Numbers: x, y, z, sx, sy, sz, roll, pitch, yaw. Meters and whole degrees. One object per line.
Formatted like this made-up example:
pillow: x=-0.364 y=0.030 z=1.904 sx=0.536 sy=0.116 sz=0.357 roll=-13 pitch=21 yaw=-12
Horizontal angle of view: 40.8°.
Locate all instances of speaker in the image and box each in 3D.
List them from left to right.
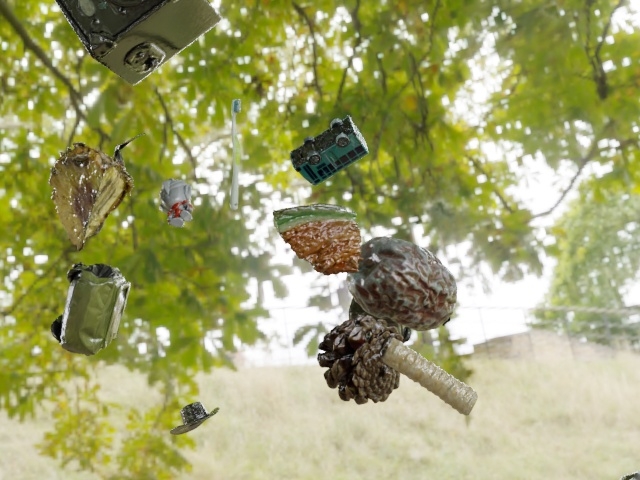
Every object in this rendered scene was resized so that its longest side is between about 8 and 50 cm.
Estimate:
speaker: x=-0.341 y=-0.445 z=1.610 sx=0.232 sy=0.184 sz=0.254 roll=-36 pitch=-6 yaw=3

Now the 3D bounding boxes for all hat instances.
hat: x=-0.282 y=0.387 z=1.899 sx=0.121 sy=0.050 sz=0.121 roll=-26 pitch=-12 yaw=-6

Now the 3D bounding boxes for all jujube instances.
jujube: x=0.213 y=0.113 z=2.172 sx=0.226 sy=0.226 sz=0.317 roll=-24 pitch=-38 yaw=34

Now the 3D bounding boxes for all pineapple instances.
pineapple: x=-0.527 y=-0.147 z=1.985 sx=0.158 sy=0.161 sz=0.335 roll=-37 pitch=-16 yaw=-35

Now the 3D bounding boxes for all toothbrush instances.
toothbrush: x=-0.199 y=-0.199 z=1.989 sx=0.026 sy=0.263 sz=0.022 roll=-2 pitch=-7 yaw=38

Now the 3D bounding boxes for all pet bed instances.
pet bed: x=0.183 y=0.207 z=2.500 sx=0.183 sy=0.211 sz=0.159 roll=0 pitch=-50 yaw=19

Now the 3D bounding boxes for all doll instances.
doll: x=-0.331 y=-0.087 z=1.978 sx=0.094 sy=0.180 sz=0.079 roll=-37 pitch=-52 yaw=8

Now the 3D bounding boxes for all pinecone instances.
pinecone: x=0.083 y=0.258 z=1.883 sx=0.207 sy=0.208 sz=0.208 roll=-8 pitch=-21 yaw=-3

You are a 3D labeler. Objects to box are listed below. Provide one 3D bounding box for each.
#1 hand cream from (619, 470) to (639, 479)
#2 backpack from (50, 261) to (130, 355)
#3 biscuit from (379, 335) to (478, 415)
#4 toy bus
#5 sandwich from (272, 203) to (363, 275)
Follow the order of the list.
hand cream: x=0.487 y=0.551 z=1.402 sx=0.185 sy=0.359 sz=0.118 roll=5 pitch=19 yaw=-38
backpack: x=-0.517 y=0.149 z=1.960 sx=0.139 sy=0.207 sz=0.253 roll=16 pitch=2 yaw=-5
biscuit: x=0.214 y=0.272 z=1.732 sx=0.219 sy=0.061 sz=0.055 roll=31 pitch=-25 yaw=3
toy bus: x=0.020 y=-0.195 z=1.916 sx=0.160 sy=0.079 sz=0.092 roll=-31 pitch=-51 yaw=13
sandwich: x=-0.009 y=-0.001 z=1.819 sx=0.184 sy=0.160 sz=0.109 roll=-4 pitch=-8 yaw=-13
